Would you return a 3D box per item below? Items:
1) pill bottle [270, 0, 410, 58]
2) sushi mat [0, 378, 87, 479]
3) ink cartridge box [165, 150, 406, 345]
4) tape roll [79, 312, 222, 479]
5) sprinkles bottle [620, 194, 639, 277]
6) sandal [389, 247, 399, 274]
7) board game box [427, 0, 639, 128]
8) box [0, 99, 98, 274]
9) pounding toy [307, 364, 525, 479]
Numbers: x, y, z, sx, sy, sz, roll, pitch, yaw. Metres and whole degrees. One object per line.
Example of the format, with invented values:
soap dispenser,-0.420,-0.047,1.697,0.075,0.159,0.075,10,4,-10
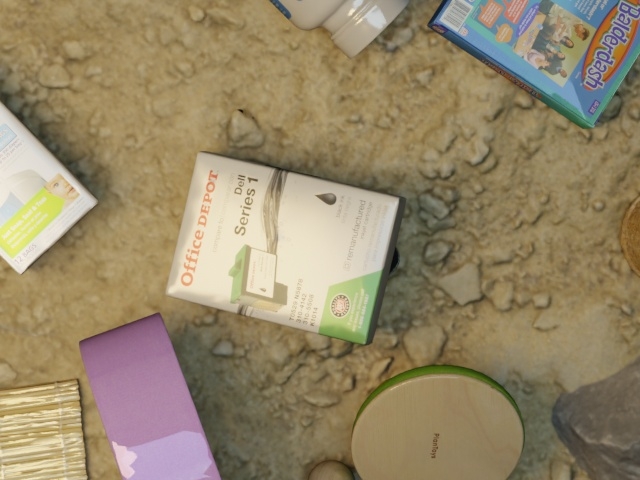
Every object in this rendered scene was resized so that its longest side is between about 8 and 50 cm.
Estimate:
pill bottle,-0.015,-0.298,1.879,0.124,0.124,0.221,-45,97,-3
sushi mat,-0.405,0.241,1.904,0.317,0.019,0.151,-8,94,-7
ink cartridge box,-0.037,0.007,1.876,0.219,0.092,0.160,13,92,7
tape roll,-0.155,0.214,1.804,0.090,0.275,0.274,-20,94,-5
sprinkles bottle,0.407,0.003,1.824,0.121,0.355,0.121,0,93,-7
sandal,0.000,0.000,1.933,0.179,0.040,0.067,23,88,-7
board game box,0.246,-0.243,1.951,0.210,0.047,0.160,33,87,-7
box,-0.339,-0.075,1.858,0.114,0.103,0.203,-44,96,-4
pounding toy,0.107,0.204,1.938,0.183,0.110,0.237,26,118,-18
